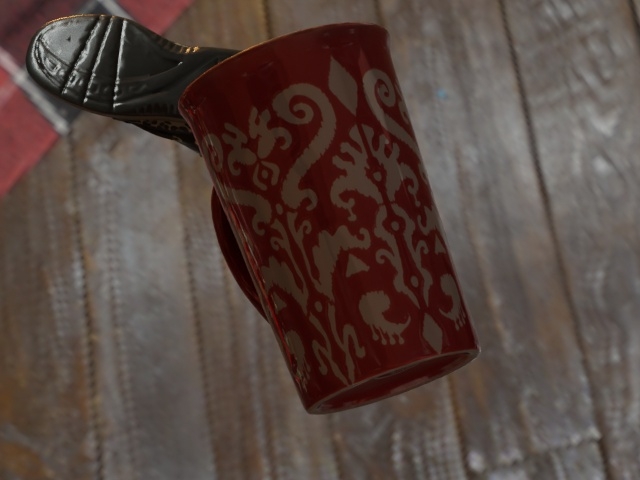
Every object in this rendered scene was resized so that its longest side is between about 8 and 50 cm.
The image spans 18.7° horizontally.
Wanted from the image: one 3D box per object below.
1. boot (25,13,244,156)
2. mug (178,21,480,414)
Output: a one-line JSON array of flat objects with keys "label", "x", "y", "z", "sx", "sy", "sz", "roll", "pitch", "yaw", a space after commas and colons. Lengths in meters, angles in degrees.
[{"label": "boot", "x": -0.119, "y": -0.108, "z": 1.649, "sx": 0.236, "sy": 0.178, "sz": 0.085, "roll": 12, "pitch": 74, "yaw": 15}, {"label": "mug", "x": 0.009, "y": -0.004, "z": 0.979, "sx": 0.113, "sy": 0.150, "sz": 0.169, "roll": -19, "pitch": 77, "yaw": -6}]
